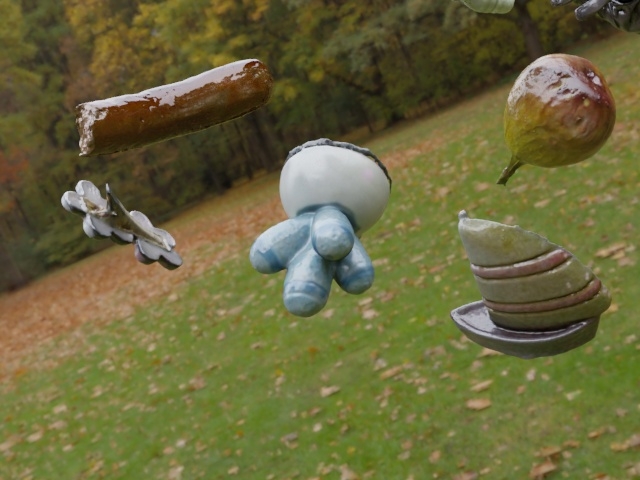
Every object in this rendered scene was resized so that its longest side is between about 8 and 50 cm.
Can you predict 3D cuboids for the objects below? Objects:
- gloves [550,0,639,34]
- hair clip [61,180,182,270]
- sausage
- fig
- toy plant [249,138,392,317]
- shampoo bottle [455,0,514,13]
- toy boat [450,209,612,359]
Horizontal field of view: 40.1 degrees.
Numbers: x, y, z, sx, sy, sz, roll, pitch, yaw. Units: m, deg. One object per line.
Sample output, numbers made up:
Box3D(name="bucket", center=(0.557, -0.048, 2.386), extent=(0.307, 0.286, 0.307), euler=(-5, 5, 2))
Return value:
Box3D(name="gloves", center=(0.486, -0.385, 1.418), extent=(0.285, 0.119, 0.142), euler=(20, 1, -5))
Box3D(name="hair clip", center=(-0.339, -0.027, 1.532), extent=(0.075, 0.257, 0.146), euler=(-42, 49, 5))
Box3D(name="sausage", center=(-0.205, -0.183, 1.223), extent=(0.302, 0.076, 0.103), euler=(-22, 4, -28))
Box3D(name="fig", center=(0.327, -0.159, 1.303), extent=(0.159, 0.159, 0.257), euler=(-28, -20, -34))
Box3D(name="toy plant", center=(0.000, 0.000, 1.692), extent=(0.247, 0.247, 0.332), euler=(-18, 43, 37))
Box3D(name="shampoo bottle", center=(0.305, -0.472, 1.700), extent=(0.151, 0.077, 0.045), euler=(-12, -39, -39))
Box3D(name="toy boat", center=(0.366, 0.097, 1.537), extent=(0.275, 0.294, 0.111), euler=(10, 50, 14))
